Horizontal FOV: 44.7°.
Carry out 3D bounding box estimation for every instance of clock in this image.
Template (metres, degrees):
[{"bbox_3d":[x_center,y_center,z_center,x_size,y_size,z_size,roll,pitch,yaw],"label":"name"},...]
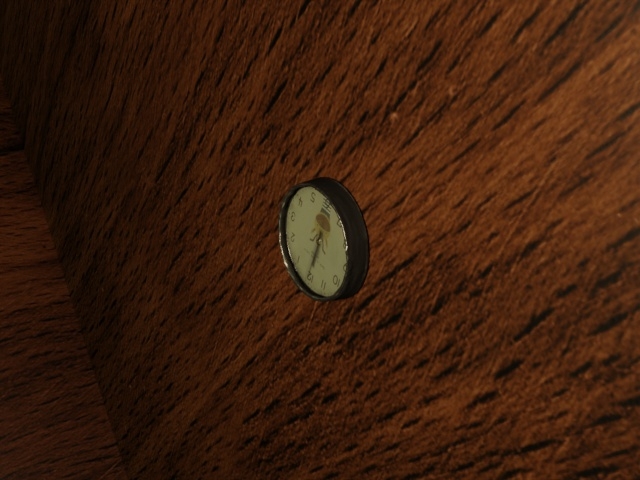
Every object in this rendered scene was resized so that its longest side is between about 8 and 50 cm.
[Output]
[{"bbox_3d":[0.000,0.000,1.133,0.184,0.040,0.185,23,119,51],"label":"clock"}]
